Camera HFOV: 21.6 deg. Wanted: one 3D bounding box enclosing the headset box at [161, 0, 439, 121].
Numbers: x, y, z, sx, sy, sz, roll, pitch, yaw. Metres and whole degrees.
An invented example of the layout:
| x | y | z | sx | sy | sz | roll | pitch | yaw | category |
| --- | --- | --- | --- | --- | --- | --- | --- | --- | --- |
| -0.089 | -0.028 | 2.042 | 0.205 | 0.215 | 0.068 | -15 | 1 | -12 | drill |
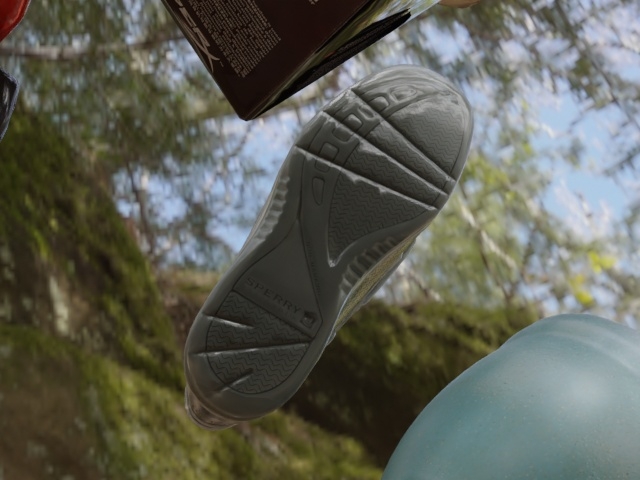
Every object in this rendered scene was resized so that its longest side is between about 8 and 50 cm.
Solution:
| x | y | z | sx | sy | sz | roll | pitch | yaw | category |
| --- | --- | --- | --- | --- | --- | --- | --- | --- | --- |
| 0.065 | -0.171 | 0.580 | 0.218 | 0.293 | 0.110 | -35 | -88 | -19 | headset box |

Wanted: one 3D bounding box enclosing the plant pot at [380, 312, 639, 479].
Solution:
| x | y | z | sx | sy | sz | roll | pitch | yaw | category |
| --- | --- | --- | --- | --- | --- | --- | --- | --- | --- |
| 0.140 | 0.219 | 1.130 | 0.196 | 0.293 | 0.293 | -22 | -50 | -30 | plant pot |

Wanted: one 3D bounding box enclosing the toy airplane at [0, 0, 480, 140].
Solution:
| x | y | z | sx | sy | sz | roll | pitch | yaw | category |
| --- | --- | --- | --- | --- | --- | --- | --- | --- | --- |
| -0.129 | -0.240 | 0.749 | 0.384 | 0.272 | 0.386 | -15 | -61 | 1 | toy airplane |

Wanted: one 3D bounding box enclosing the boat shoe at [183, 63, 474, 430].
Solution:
| x | y | z | sx | sy | sz | roll | pitch | yaw | category |
| --- | --- | --- | --- | --- | --- | --- | --- | --- | --- |
| 0.001 | 0.002 | 1.243 | 0.118 | 0.320 | 0.103 | 33 | -22 | -2 | boat shoe |
